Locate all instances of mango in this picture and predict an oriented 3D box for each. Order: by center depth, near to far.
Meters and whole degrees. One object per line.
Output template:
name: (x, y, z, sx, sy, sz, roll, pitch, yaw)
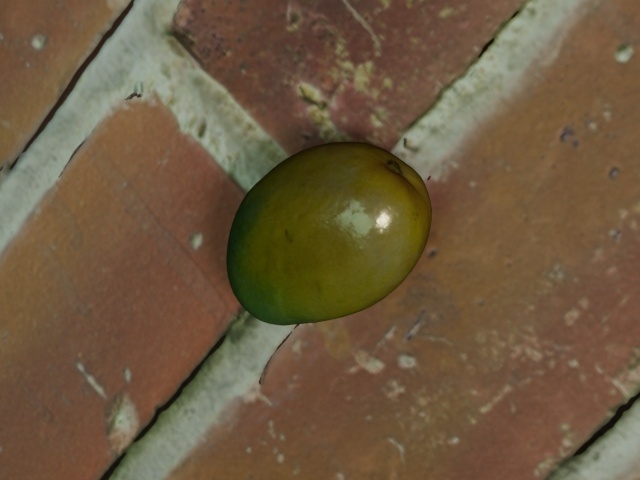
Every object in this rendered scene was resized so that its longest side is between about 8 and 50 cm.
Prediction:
mango: (0.000, 0.000, 1.479, 0.130, 0.092, 0.194, 50, 133, 6)
